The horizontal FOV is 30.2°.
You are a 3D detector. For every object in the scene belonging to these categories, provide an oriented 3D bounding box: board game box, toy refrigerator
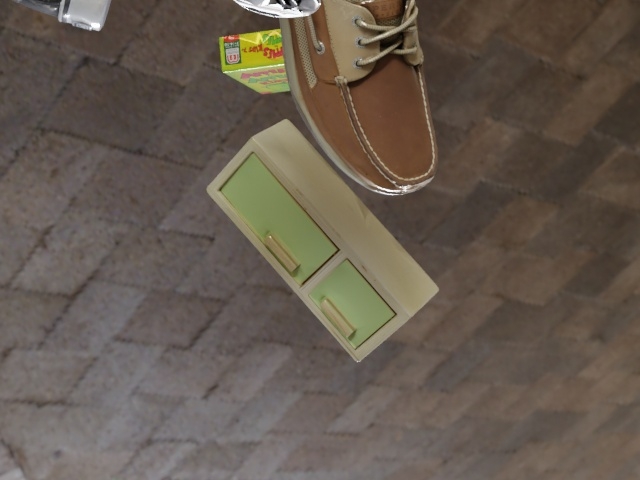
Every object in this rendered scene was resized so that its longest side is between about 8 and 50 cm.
[{"bbox_3d":[-0.054,-0.218,1.457,0.092,0.043,0.181,-5,178,12],"label":"board game box"},{"bbox_3d":[0.000,0.000,1.369,0.102,0.269,0.094,-43,176,35],"label":"toy refrigerator"}]

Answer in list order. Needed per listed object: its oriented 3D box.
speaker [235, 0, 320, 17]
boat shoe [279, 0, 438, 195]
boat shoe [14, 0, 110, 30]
[{"bbox_3d":[-0.018,-0.202,0.694,0.055,0.136,0.055,7,167,2],"label":"speaker"},{"bbox_3d":[0.031,-0.196,1.080,0.123,0.324,0.116,-26,-175,-27],"label":"boat shoe"},{"bbox_3d":[-0.155,-0.303,0.825,0.102,0.108,0.301,18,106,-13],"label":"boat shoe"}]
